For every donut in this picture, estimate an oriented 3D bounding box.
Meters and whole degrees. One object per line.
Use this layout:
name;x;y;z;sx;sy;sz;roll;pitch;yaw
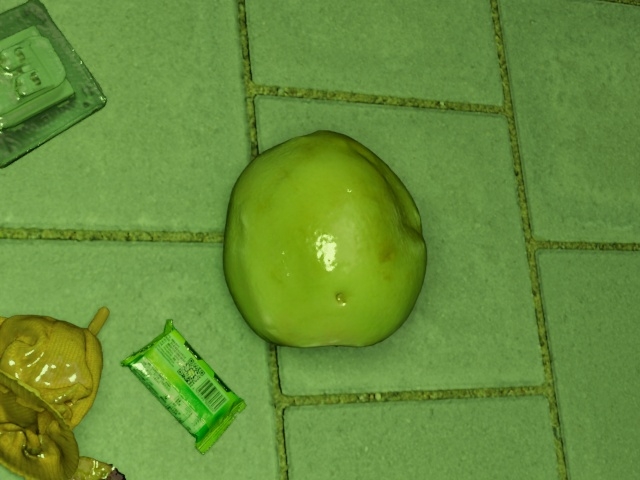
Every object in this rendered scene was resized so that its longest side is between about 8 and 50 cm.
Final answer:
donut;-0.318;0.359;1.522;0.140;0.059;0.140;7;73;-24

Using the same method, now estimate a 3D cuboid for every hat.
hat;-0.344;0.157;1.499;0.233;0.244;0.233;51;47;-12

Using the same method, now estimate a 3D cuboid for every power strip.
power strip;-0.432;-0.235;1.637;0.213;0.064;0.198;-38;94;-30

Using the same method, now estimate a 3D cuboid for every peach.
peach;-0.001;0.006;1.654;0.314;0.281;0.315;-17;88;-62

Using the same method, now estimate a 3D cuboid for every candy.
candy;-0.194;0.207;1.641;0.178;0.032;0.102;48;65;-7
